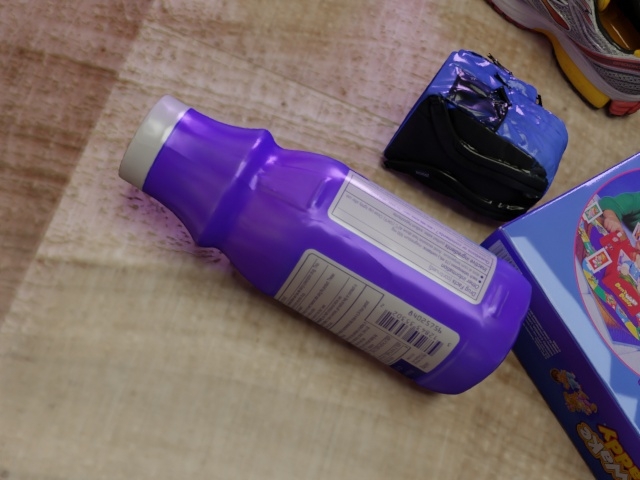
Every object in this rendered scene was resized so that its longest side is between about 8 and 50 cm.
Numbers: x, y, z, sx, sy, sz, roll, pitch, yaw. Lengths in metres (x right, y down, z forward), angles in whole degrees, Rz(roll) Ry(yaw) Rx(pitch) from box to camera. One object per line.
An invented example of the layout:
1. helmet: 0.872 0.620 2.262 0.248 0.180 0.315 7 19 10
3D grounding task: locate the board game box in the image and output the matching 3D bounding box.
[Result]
1. board game box: 0.299 0.101 0.752 0.233 0.078 0.347 -27 78 -25

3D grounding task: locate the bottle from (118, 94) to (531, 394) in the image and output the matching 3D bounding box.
1. bottle: 0.000 0.000 0.680 0.283 0.118 0.092 30 63 -2

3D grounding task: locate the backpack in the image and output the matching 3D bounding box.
1. backpack: 0.130 -0.082 0.765 0.120 0.098 0.101 34 59 -1

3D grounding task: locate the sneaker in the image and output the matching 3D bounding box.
1. sneaker: 0.220 -0.217 0.851 0.225 0.093 0.088 46 64 6
